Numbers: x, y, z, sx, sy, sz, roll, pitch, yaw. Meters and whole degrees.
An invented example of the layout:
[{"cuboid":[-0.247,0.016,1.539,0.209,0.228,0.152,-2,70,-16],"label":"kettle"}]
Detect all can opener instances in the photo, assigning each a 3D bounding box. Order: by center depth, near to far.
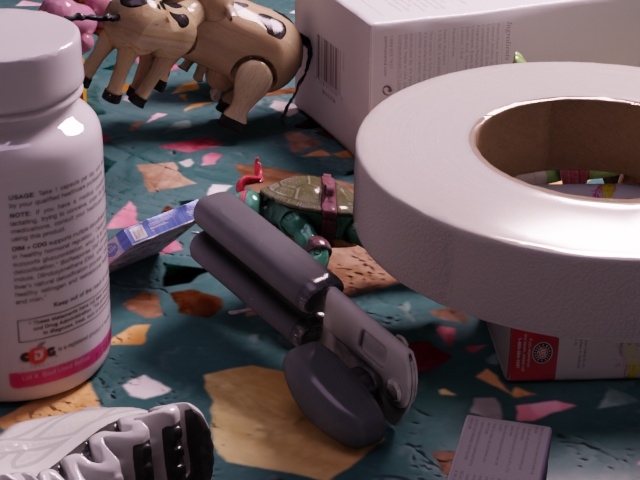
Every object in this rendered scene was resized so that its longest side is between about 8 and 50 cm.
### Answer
[{"cuboid":[-0.023,0.054,1.287,0.093,0.074,0.280,-14,41,-34],"label":"can opener"}]

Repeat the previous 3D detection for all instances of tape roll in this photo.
[{"cuboid":[0.220,-0.043,1.263,0.392,0.072,0.392,1,26,0],"label":"tape roll"}]

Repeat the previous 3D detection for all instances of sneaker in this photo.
[{"cuboid":[-0.205,0.178,1.058,0.118,0.110,0.292,11,18,38],"label":"sneaker"}]

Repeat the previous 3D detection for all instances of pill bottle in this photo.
[{"cuboid":[-0.251,-0.029,1.267,0.160,0.283,0.160,1,26,-1],"label":"pill bottle"}]

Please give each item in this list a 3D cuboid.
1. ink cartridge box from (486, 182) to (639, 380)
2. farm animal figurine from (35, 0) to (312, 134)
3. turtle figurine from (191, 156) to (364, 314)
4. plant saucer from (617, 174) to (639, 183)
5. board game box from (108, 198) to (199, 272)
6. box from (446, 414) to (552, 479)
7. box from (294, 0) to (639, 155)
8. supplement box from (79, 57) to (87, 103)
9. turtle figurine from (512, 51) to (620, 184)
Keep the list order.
[{"cuboid":[0.236,0.032,1.336,0.176,0.128,0.127,0,25,-4],"label":"ink cartridge box"},{"cuboid":[-0.148,-0.244,1.727,0.327,0.172,0.330,23,16,-28],"label":"farm animal figurine"},{"cuboid":[0.000,0.000,1.423,0.234,0.118,0.175,6,25,-3],"label":"turtle figurine"},{"cuboid":[0.367,-0.026,1.445,0.199,0.198,0.036,13,-9,23],"label":"plant saucer"},{"cuboid":[-0.162,0.000,1.453,0.090,0.020,0.090,-24,-8,-42],"label":"board game box"},{"cuboid":[0.096,0.221,1.009,0.067,0.063,0.324,8,26,11],"label":"box"},{"cuboid":[0.168,-0.216,1.809,0.345,0.168,0.215,-10,27,-20],"label":"box"},{"cuboid":[-0.321,-0.120,1.663,0.081,0.104,0.188,9,27,18],"label":"supplement box"},{"cuboid":[0.317,-0.111,1.560,0.266,0.197,0.274,5,22,4],"label":"turtle figurine"}]
